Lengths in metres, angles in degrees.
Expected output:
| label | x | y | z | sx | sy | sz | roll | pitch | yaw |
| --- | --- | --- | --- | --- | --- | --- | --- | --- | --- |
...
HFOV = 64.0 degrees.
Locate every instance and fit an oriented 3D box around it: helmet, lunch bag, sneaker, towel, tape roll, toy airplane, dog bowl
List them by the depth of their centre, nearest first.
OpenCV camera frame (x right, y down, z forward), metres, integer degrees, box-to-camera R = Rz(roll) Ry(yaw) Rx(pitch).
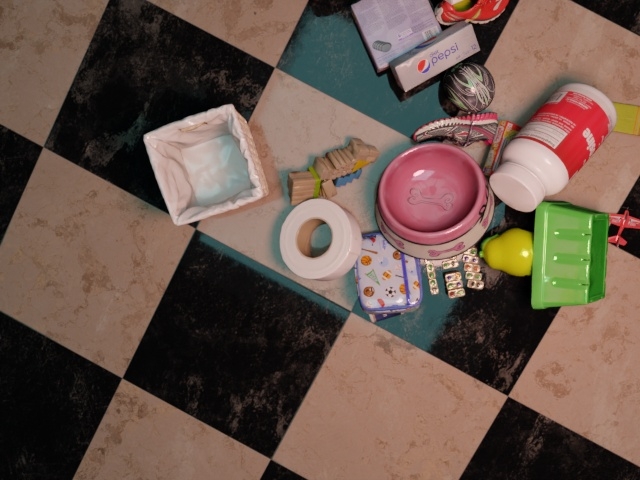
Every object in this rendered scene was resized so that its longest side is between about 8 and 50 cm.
| label | x | y | z | sx | sy | sz | roll | pitch | yaw |
| --- | --- | --- | --- | --- | --- | --- | --- | --- | --- |
| dog bowl | 0.372 | -0.146 | 1.715 | 0.407 | 0.150 | 0.409 | -5 | 70 | 15 |
| sneaker | 0.529 | -0.798 | 1.730 | 0.278 | 0.118 | 0.108 | -19 | 93 | -11 |
| helmet | 0.511 | -0.521 | 1.743 | 0.169 | 0.162 | 0.170 | -11 | 128 | -15 |
| sneaker | 0.473 | -0.375 | 1.785 | 0.298 | 0.121 | 0.112 | -6 | 98 | 4 |
| towel | 1.065 | -0.425 | 1.788 | 0.237 | 0.021 | 0.102 | 11 | 90 | 4 |
| lunch bag | 0.242 | 0.105 | 1.805 | 0.242 | 0.115 | 0.304 | -6 | 70 | 7 |
| tape roll | 0.000 | 0.000 | 1.806 | 0.286 | 0.100 | 0.287 | -5 | 78 | 26 |
| toy airplane | 1.069 | -0.045 | 1.814 | 0.151 | 0.028 | 0.151 | 1 | 95 | 6 |

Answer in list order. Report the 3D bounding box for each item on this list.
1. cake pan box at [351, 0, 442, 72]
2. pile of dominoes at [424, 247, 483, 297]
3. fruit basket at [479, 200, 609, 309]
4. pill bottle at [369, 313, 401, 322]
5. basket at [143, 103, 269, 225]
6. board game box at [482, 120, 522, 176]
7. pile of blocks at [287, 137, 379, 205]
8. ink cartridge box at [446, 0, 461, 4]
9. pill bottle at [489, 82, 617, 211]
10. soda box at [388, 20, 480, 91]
| label | x | y | z | sx | sy | sz | roll | pitch | yaw |
| --- | --- | --- | --- | --- | --- | --- | --- | --- | --- |
| cake pan box | 0.272 | -0.761 | 1.793 | 0.266 | 0.070 | 0.246 | -26 | 95 | 6 |
| pile of dominoes | 0.482 | 0.079 | 1.864 | 0.195 | 0.040 | 0.252 | -11 | 95 | 5 |
| fruit basket | 0.764 | 0.046 | 1.769 | 0.391 | 0.282 | 0.393 | 5 | 96 | 47 |
| pill bottle | 0.254 | 0.232 | 1.866 | 0.169 | 0.094 | 0.094 | -18 | 93 | 5 |
| basket | -0.375 | -0.252 | 1.785 | 0.328 | 0.266 | 0.332 | -18 | 93 | 6 |
| board game box | 0.657 | -0.302 | 1.784 | 0.146 | 0.045 | 0.194 | 13 | 97 | -26 |
| pile of blocks | 0.033 | -0.253 | 1.850 | 0.361 | 0.149 | 0.113 | -26 | 50 | -3 |
| ink cartridge box | 0.496 | -0.901 | 1.666 | 0.272 | 0.115 | 0.198 | -24 | 49 | -6 |
| pill bottle | 0.747 | -0.297 | 1.668 | 0.229 | 0.229 | 0.408 | 43 | 80 | 0 |
| soda box | 0.384 | -0.626 | 1.739 | 0.286 | 0.091 | 0.098 | -29 | 120 | 7 |
